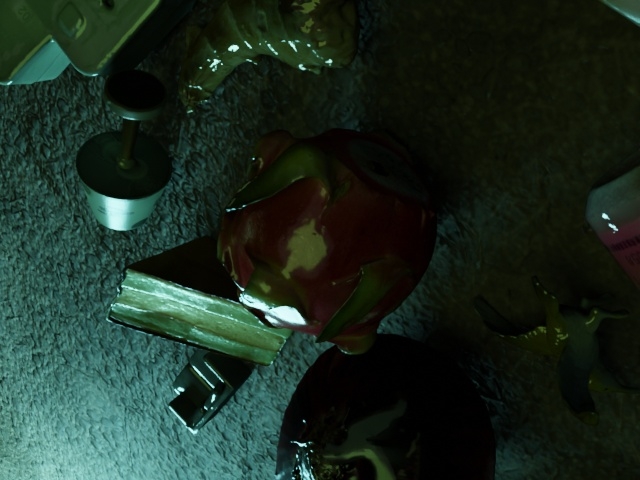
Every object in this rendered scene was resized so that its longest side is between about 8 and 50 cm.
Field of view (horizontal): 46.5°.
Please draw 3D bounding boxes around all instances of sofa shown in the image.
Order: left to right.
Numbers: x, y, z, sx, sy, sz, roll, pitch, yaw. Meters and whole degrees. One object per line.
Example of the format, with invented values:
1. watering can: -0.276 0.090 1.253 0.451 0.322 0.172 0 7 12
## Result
1. sofa: -0.173 0.211 1.079 0.085 0.060 0.147 47 131 9

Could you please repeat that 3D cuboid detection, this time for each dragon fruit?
1. dragon fruit: 0.003 -0.002 0.752 0.224 0.224 0.227 43 110 12

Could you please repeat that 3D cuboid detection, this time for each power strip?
1. power strip: -0.293 -0.301 0.900 0.261 0.141 0.229 -38 88 27

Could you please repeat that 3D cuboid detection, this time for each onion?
1. onion: 0.085 0.244 0.832 0.273 0.285 0.273 -23 58 44

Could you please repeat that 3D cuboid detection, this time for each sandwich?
1. sandwich: -0.152 0.103 0.958 0.187 0.144 0.117 42 132 13

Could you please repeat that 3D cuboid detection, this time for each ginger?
1. ginger: -0.064 -0.211 0.792 0.294 0.086 0.131 -18 109 48

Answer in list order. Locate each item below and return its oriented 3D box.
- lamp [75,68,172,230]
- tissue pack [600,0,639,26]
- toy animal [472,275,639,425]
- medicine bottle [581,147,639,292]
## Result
1. lamp: -0.244 -0.108 0.935 0.121 0.121 0.214 41 141 13
2. tissue pack: 0.321 -0.188 0.487 0.225 0.124 0.185 40 128 13
3. toy animal: 0.254 0.098 0.700 0.155 0.219 0.095 15 107 -12
4. medicine bottle: 0.328 0.028 0.574 0.247 0.147 0.147 53 131 3
